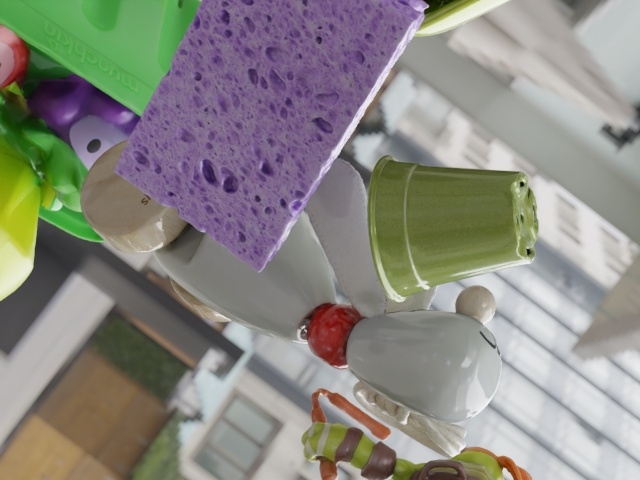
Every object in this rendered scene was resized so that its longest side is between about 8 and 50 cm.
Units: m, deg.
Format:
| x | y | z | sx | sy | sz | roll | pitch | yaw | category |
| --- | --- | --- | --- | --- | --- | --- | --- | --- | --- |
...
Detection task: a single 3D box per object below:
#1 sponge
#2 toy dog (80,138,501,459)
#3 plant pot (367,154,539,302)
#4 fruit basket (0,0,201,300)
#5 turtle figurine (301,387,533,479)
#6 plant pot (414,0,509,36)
| x | y | z | sx | sy | sz | roll | pitch | yaw | category |
| --- | --- | --- | --- | --- | --- | --- | --- | --- | --- |
| -0.034 | -0.089 | 0.977 | 0.210 | 0.117 | 0.031 | -58 | 174 | 36 | sponge |
| 0.000 | 0.000 | 1.148 | 0.161 | 0.333 | 0.220 | -58 | 165 | -10 | toy dog |
| 0.077 | -0.010 | 0.900 | 0.079 | 0.083 | 0.083 | -5 | -156 | 21 | plant pot |
| -0.279 | -0.080 | 1.359 | 0.283 | 0.392 | 0.392 | -18 | -152 | 46 | fruit basket |
| 0.095 | 0.196 | 1.054 | 0.087 | 0.269 | 0.217 | -55 | 180 | 30 | turtle figurine |
| 0.102 | -0.304 | 1.233 | 0.228 | 0.207 | 0.227 | -24 | -137 | 37 | plant pot |
